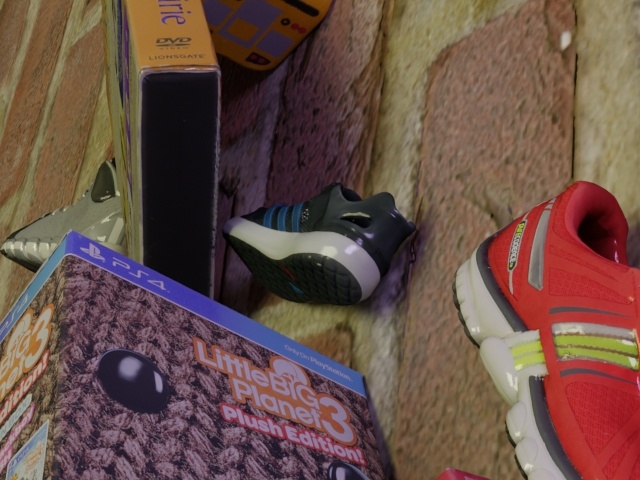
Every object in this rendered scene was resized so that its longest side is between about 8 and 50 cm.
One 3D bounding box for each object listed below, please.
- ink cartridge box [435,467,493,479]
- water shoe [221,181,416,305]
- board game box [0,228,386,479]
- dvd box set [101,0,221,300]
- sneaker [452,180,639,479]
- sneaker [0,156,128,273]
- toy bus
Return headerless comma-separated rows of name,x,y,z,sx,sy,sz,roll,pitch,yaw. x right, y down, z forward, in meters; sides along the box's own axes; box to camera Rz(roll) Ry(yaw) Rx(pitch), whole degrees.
ink cartridge box,0.087,0.216,0.525,0.128,0.127,0.176,-50,34,22
water shoe,0.000,0.000,0.906,0.080,0.073,0.203,-44,24,-17
board game box,-0.083,0.170,0.701,0.141,0.232,0.291,-50,28,23
dvd box set,-0.147,-0.131,1.073,0.420,0.062,0.307,-108,18,-49
sneaker,0.148,0.063,0.571,0.118,0.107,0.279,-44,37,17
sneaker,-0.242,-0.023,1.292,0.228,0.086,0.132,3,66,48
toy bus,-0.057,-0.328,1.178,0.130,0.108,0.333,-42,38,38
